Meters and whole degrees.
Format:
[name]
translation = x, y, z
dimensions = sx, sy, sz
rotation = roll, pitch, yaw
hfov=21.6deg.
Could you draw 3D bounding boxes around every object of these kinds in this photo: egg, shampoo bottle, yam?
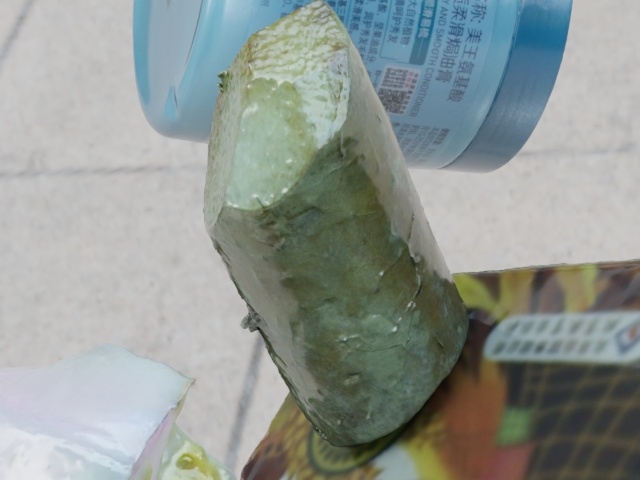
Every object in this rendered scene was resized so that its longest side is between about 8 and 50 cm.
[egg]
translation = -0.159, 0.153, 0.922
dimensions = 0.162, 0.271, 0.206
rotation = 22, 81, 12
[shampoo bottle]
translation = 0.018, -0.241, 1.618
dimensions = 0.343, 0.331, 0.331
rotation = 4, 36, -20
[yam]
translation = 0.000, 0.000, 0.518
dimensions = 0.070, 0.146, 0.069
rotation = -17, 36, 13

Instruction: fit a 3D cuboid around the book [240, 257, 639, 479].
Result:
[book]
translation = 0.004, 0.184, 0.439
dimensions = 0.300, 0.039, 0.428
rotation = -5, 49, 55
